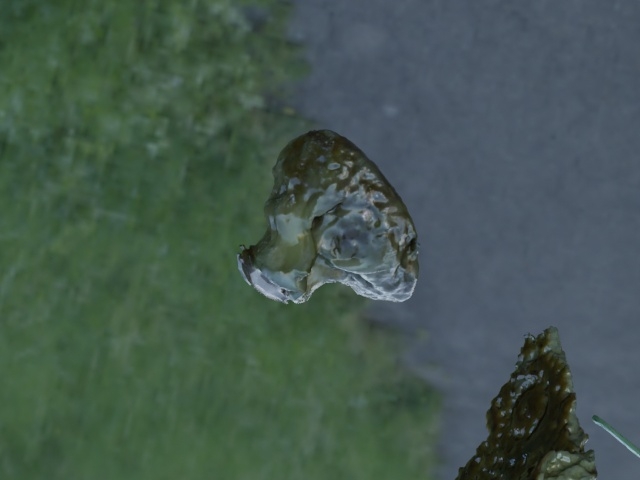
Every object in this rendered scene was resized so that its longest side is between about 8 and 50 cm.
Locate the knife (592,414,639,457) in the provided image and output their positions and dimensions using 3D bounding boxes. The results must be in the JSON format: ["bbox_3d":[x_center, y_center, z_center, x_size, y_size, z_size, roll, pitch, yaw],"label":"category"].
[{"bbox_3d":[0.386,0.262,1.696,0.207,0.014,0.030,40,178,15],"label":"knife"}]

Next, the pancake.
[{"bbox_3d":[0.136,0.182,1.227,0.057,0.245,0.266,25,153,-19],"label":"pancake"}]

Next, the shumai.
[{"bbox_3d":[0.000,0.000,1.593,0.161,0.153,0.210,21,140,57],"label":"shumai"}]
